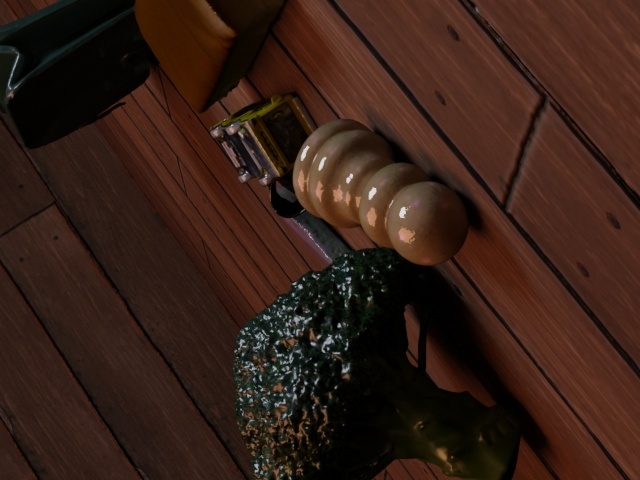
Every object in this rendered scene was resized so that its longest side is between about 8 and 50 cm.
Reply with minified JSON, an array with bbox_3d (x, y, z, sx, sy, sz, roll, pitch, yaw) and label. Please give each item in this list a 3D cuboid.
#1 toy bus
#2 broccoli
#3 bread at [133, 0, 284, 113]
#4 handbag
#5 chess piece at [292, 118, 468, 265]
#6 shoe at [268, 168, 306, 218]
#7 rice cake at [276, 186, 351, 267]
[{"bbox_3d":[-0.066,-0.109,1.350,0.081,0.074,0.226,59,169,-9],"label":"toy bus"},{"bbox_3d":[0.056,0.147,1.228,0.297,0.297,0.297,17,166,-1],"label":"broccoli"},{"bbox_3d":[-0.121,-0.232,1.234,0.138,0.077,0.361,56,168,-2],"label":"bread"},{"bbox_3d":[-0.346,-0.242,1.714,0.089,0.238,0.326,58,169,6],"label":"handbag"},{"bbox_3d":[0.060,-0.033,1.039,0.170,0.094,0.094,34,156,45],"label":"chess piece"},{"bbox_3d":[-0.035,-0.054,1.405,0.062,0.053,0.159,40,170,-20],"label":"shoe"},{"bbox_3d":[0.000,0.000,1.469,0.206,0.036,0.047,47,155,39],"label":"rice cake"}]
